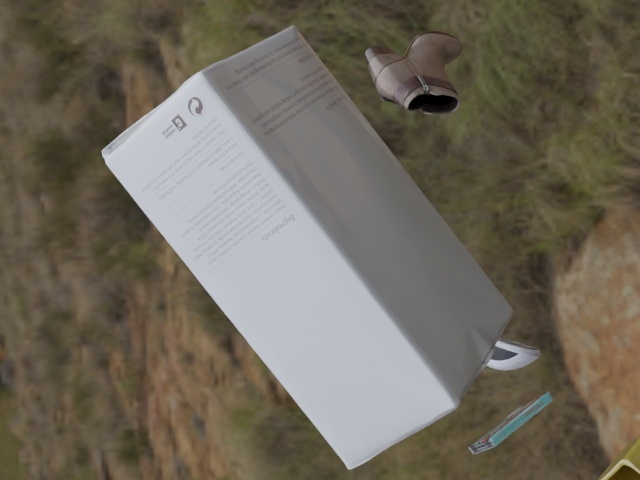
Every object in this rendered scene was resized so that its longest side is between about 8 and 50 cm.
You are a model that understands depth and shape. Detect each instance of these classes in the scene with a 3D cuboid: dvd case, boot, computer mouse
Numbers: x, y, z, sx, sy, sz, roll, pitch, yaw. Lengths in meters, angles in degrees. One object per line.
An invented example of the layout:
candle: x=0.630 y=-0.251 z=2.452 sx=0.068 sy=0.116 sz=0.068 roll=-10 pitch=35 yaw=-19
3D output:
dvd case: x=0.216 y=0.210 z=1.355 sx=0.013 sy=0.087 sz=0.119 roll=52 pitch=167 yaw=8
boot: x=0.097 y=-0.144 z=1.046 sx=0.087 sy=0.118 sz=0.042 roll=53 pitch=144 yaw=38
computer mouse: x=0.217 y=0.149 z=1.667 sx=0.193 sy=0.106 sz=0.042 roll=16 pitch=93 yaw=39

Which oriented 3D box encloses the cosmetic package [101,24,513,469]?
cosmetic package: x=0.000 y=0.000 z=1.164 sx=0.156 sy=0.217 sz=0.385 roll=-34 pitch=93 yaw=32

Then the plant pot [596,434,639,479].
plant pot: x=0.258 y=0.166 z=0.857 sx=0.081 sy=0.083 sz=0.081 roll=37 pitch=152 yaw=12
